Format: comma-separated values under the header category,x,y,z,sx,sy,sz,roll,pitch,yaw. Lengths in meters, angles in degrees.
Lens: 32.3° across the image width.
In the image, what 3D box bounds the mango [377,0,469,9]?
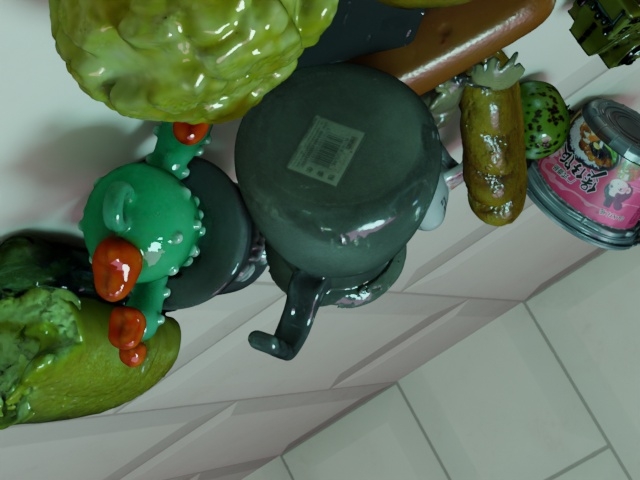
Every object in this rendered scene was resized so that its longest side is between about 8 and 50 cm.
category,x,y,z,sx,sy,sz,roll,pitch,yaw
mango,0.133,-0.306,1.026,0.248,0.156,0.151,-16,141,7

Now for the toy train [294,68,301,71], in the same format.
category,x,y,z,sx,sy,sz,roll,pitch,yaw
toy train,-0.003,-0.221,1.224,0.147,0.038,0.071,-20,164,-27

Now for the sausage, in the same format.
category,x,y,z,sx,sy,sz,roll,pitch,yaw
sausage,0.128,-0.228,1.311,0.348,0.094,0.097,-30,160,7

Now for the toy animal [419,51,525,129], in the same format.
category,x,y,z,sx,sy,sz,roll,pitch,yaw
toy animal,0.153,-0.191,1.429,0.186,0.094,0.214,-45,-168,-7

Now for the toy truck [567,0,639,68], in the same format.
category,x,y,z,sx,sy,sz,roll,pitch,yaw
toy truck,0.409,-0.328,1.407,0.127,0.127,0.257,-24,164,-29

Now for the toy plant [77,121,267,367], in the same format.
category,x,y,z,sx,sy,sz,roll,pitch,yaw
toy plant,-0.172,-0.021,1.276,0.279,0.185,0.400,-53,167,6

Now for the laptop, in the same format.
category,x,y,z,sx,sy,sz,roll,pitch,yaw
laptop,0.037,-0.250,1.157,0.207,0.026,0.154,-16,140,-34

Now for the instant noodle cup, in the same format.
category,x,y,z,sx,sy,sz,roll,pitch,yaw
instant noodle cup,0.504,-0.134,1.958,0.302,0.258,0.182,14,126,-25

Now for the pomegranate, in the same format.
category,x,y,z,sx,sy,sz,roll,pitch,yaw
pomegranate,0.311,-0.185,1.699,0.161,0.122,0.122,-1,157,-9

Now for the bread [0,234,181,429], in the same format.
category,x,y,z,sx,sy,sz,roll,pitch,yaw
bread,-0.341,0.129,1.436,0.251,0.208,0.376,-28,167,14

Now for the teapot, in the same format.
category,x,y,z,sx,sy,sz,roll,pitch,yaw
teapot,0.023,-0.006,1.257,0.223,0.305,0.285,-5,152,-2

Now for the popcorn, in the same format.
category,x,y,z,sx,sy,sz,roll,pitch,yaw
popcorn,-0.104,-0.192,0.910,0.235,0.181,0.217,-21,164,-8

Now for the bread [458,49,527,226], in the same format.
category,x,y,z,sx,sy,sz,roll,pitch,yaw
bread,0.242,-0.161,1.581,0.084,0.124,0.344,6,139,21

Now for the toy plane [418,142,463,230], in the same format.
category,x,y,z,sx,sy,sz,roll,pitch,yaw
toy plane,0.149,-0.078,1.735,0.252,0.118,0.252,-26,165,-7
